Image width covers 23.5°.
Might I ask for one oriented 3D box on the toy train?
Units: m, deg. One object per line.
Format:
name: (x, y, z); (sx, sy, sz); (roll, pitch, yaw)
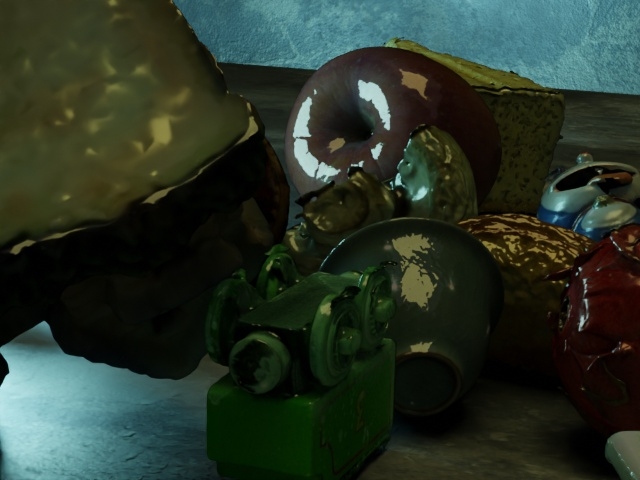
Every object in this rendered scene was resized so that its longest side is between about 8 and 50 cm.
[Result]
toy train: (-0.013, 0.113, 1.344); (0.132, 0.188, 0.243); (6, 13, 21)

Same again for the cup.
cup: (0.091, 0.098, 1.512); (0.199, 0.199, 0.150); (2, 32, -3)

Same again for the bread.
bread: (0.220, -0.183, 2.477); (0.279, 0.248, 0.315); (5, 26, -10)

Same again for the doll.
doll: (0.371, -0.017, 2.023); (0.215, 0.161, 0.257); (-24, 18, 1)

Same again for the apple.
apple: (0.105, -0.134, 2.200); (0.306, 0.305, 0.235); (12, -8, 33)

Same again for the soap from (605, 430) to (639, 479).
soap: (0.323, 0.232, 1.118); (0.173, 0.095, 0.289); (1, 14, -5)

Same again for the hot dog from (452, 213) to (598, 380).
hot dog: (0.227, 0.067, 1.635); (0.259, 0.175, 0.114); (12, 28, 18)

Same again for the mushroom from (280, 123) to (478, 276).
mushroom: (0.083, -0.006, 1.920); (0.267, 0.164, 0.189); (-31, -13, 3)

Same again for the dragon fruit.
dragon fruit: (0.339, 0.094, 1.428); (0.252, 0.241, 0.241); (-12, 15, -1)

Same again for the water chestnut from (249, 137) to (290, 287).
water chestnut: (-0.188, -0.046, 1.848); (0.300, 0.300, 0.300); (2, 14, -1)

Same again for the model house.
model house: (-0.290, -0.005, 1.421); (0.445, 0.400, 0.395); (-29, 60, -15)
